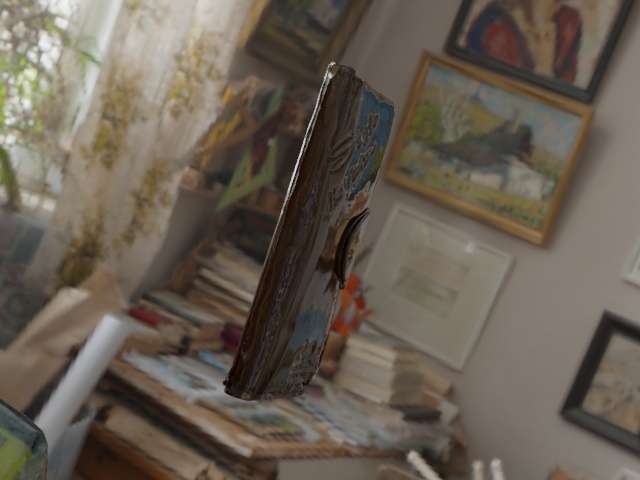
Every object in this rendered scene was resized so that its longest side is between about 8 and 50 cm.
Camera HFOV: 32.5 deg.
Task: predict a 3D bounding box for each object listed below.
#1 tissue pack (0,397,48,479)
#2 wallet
[{"bbox_3d":[-0.270,0.084,0.597,0.257,0.081,0.185,34,-28,3],"label":"tissue pack"},{"bbox_3d":[0.000,0.000,0.591,0.026,0.176,0.095,18,2,21],"label":"wallet"}]
